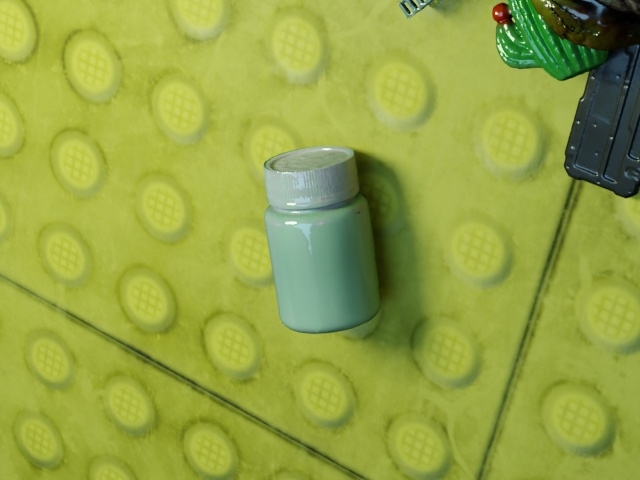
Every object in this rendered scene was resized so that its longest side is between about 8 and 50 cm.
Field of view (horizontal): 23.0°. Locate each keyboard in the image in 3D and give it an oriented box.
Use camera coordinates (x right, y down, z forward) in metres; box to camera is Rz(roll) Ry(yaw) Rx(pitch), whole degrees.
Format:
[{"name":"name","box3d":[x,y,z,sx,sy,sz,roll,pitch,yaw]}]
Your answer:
[{"name":"keyboard","box3d":[0.358,-0.178,1.834,0.106,0.016,0.262,25,121,24]}]

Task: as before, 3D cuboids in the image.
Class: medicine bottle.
[{"name":"medicine bottle","box3d":[0.000,0.000,2.067,0.139,0.139,0.225,3,111,33]}]

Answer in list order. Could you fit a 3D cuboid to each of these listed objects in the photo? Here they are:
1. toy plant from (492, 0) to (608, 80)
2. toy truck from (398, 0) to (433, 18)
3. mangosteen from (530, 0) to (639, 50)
[{"name":"toy plant","box3d":[0.270,-0.303,1.801,0.154,0.088,0.240,5,97,27]},{"name":"toy truck","box3d":[0.136,-0.361,1.869,0.177,0.080,0.115,-37,92,39]},{"name":"mangosteen","box3d":[0.340,-0.370,1.551,0.381,0.381,0.421,21,132,25]}]
